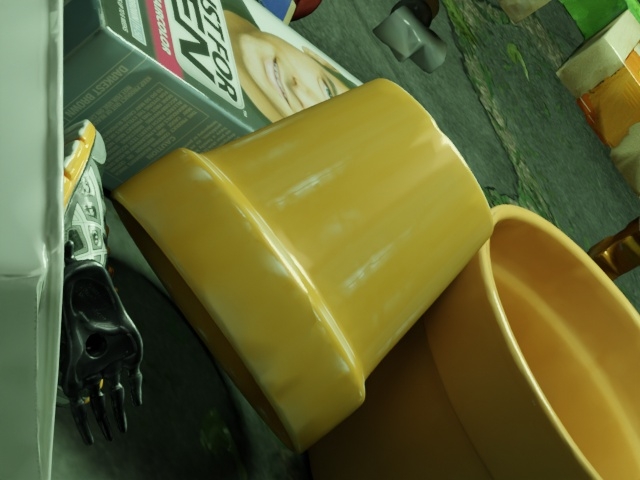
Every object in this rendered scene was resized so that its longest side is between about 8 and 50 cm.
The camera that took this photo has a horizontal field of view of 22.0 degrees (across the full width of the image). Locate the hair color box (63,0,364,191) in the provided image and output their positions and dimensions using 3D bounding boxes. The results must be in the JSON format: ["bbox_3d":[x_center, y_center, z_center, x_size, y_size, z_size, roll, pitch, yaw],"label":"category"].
[{"bbox_3d":[-0.075,-0.095,1.241,0.374,0.114,0.185,34,30,-41],"label":"hair color box"}]

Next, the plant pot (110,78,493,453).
[{"bbox_3d":[0.000,0.000,1.061,0.205,0.188,0.205,52,-9,12],"label":"plant pot"}]

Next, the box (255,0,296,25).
[{"bbox_3d":[-0.112,-0.235,1.276,0.136,0.036,0.225,20,-10,20],"label":"box"}]

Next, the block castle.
[{"bbox_3d":[0.142,-0.145,1.489,0.453,0.303,0.213,52,30,-4],"label":"block castle"}]

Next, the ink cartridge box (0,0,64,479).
[{"bbox_3d":[-0.246,-0.016,0.585,0.306,0.131,0.226,2,42,-9],"label":"ink cartridge box"}]

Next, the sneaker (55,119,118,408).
[{"bbox_3d":[-0.159,0.013,0.986,0.083,0.084,0.215,43,35,-31],"label":"sneaker"}]

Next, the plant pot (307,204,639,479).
[{"bbox_3d":[0.130,0.150,1.182,0.291,0.203,0.291,42,25,-25],"label":"plant pot"}]

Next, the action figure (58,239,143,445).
[{"bbox_3d":[-0.206,0.024,0.802,0.164,0.141,0.276,-2,17,-35],"label":"action figure"}]
